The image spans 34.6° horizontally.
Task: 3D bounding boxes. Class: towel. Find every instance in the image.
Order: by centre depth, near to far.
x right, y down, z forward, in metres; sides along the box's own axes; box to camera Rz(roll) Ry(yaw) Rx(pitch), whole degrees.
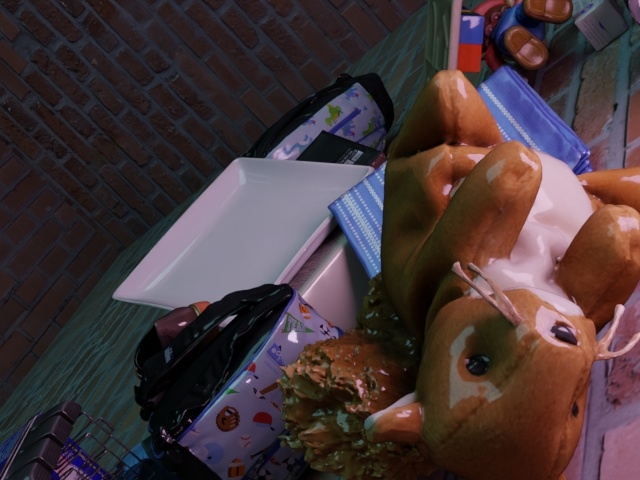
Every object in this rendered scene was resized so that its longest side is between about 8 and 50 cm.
[{"bbox_3d":[0.180,-0.075,1.404,0.336,0.040,0.243,-38,47,11],"label":"towel"}]

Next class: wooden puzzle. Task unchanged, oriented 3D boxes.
[{"bbox_3d":[0.229,-0.293,1.824,0.322,0.081,0.347,-96,12,-73],"label":"wooden puzzle"}]

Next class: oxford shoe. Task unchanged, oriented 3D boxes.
[{"bbox_3d":[-0.232,0.178,1.490,0.098,0.097,0.271,-7,-36,-30],"label":"oxford shoe"}]

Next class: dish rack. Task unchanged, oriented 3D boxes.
[{"bbox_3d":[-0.251,0.326,1.237,0.074,0.271,0.208,-42,15,17],"label":"dish rack"}]

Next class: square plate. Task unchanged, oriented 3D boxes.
[{"bbox_3d":[-0.121,0.002,1.625,0.347,0.049,0.344,8,51,47],"label":"square plate"}]

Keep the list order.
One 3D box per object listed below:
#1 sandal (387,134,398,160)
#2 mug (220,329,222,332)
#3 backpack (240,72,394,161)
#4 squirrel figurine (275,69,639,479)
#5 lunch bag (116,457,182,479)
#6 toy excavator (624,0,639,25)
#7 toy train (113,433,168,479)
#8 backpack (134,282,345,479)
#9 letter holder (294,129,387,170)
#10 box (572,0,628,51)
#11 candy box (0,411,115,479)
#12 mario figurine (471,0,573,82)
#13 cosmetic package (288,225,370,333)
[{"bbox_3d":[0.159,-0.110,1.703,0.072,0.049,0.180,-25,55,14],"label":"sandal"},{"bbox_3d":[-0.130,0.202,1.612,0.158,0.097,0.129,-33,18,41],"label":"mug"},{"bbox_3d":[-0.029,-0.167,2.159,0.356,0.273,0.290,-28,2,-41],"label":"backpack"},{"bbox_3d":[0.139,0.101,0.951,0.397,0.281,0.370,-52,18,37],"label":"squirrel figurine"},{"bbox_3d":[-0.252,0.366,1.485,0.065,0.098,0.067,-39,20,32],"label":"lunch bag"},{"bbox_3d":[0.606,-0.444,1.221,0.222,0.445,0.432,-76,-7,-63],"label":"toy excavator"},{"bbox_3d":[-0.245,0.327,1.566,0.184,0.080,0.105,-38,-11,23],"label":"toy train"},{"bbox_3d":[-0.083,0.188,1.298,0.263,0.213,0.276,-54,18,-4],"label":"backpack"},{"bbox_3d":[0.000,0.000,1.790,0.152,0.214,0.302,25,66,41],"label":"letter holder"},{"bbox_3d":[0.469,-0.412,1.773,0.063,0.067,0.324,-38,14,24],"label":"box"},{"bbox_3d":[-0.392,0.429,1.346,0.317,0.268,0.122,-41,11,15],"label":"candy box"},{"bbox_3d":[0.369,-0.358,1.798,0.198,0.170,0.320,-27,10,3],"label":"mario figurine"},{"bbox_3d":[0.021,0.067,1.554,0.309,0.113,0.160,-50,15,-21],"label":"cosmetic package"}]
